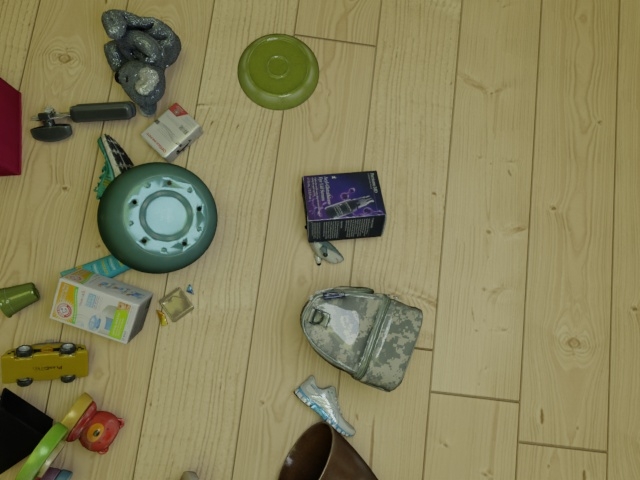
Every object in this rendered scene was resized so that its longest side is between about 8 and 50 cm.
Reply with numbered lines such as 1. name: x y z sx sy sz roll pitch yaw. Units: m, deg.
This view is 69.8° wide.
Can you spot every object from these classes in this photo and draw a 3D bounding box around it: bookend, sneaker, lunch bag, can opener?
1. bookend: -0.767 0.462 1.099 0.157 0.072 0.156 -35 125 -6
2. sneaker: -0.559 -0.154 1.232 0.110 0.107 0.275 -17 83 4
3. lunch bag: 0.074 0.214 1.108 0.256 0.305 0.213 20 81 -1
4. sneaker: 0.026 0.428 1.195 0.190 0.071 0.083 41 76 3
5. can opener: -0.656 -0.338 1.276 0.280 0.074 0.093 -9 117 -3

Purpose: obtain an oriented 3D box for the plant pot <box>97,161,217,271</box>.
1. plant pot: -0.384 -0.056 1.109 0.293 0.235 0.293 0 91 -23

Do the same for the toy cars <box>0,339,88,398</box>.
1. toy cars: -0.770 0.360 1.148 0.393 0.087 0.176 -36 121 -6

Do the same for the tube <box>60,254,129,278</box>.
1. tube: -0.586 0.081 1.224 0.207 0.052 0.080 -24 79 1

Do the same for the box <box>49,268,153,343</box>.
1. box: -0.552 0.163 1.163 0.203 0.103 0.114 20 100 -4

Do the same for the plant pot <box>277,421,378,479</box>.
1. plant pot: 0.047 0.600 1.115 0.230 0.215 0.215 39 81 -11

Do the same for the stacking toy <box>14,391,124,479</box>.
1. stacking toy: -0.598 0.537 1.048 0.130 0.279 0.309 33 80 -9

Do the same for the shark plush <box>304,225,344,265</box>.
1. shark plush: 0.000 0.000 1.277 0.067 0.073 0.161 -22 62 -25

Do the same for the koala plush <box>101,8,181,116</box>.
1. koala plush: -0.474 -0.463 1.239 0.203 0.196 0.221 -3 78 -22

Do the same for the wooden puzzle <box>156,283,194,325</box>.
1. wooden puzzle: -0.388 0.173 1.236 0.116 0.014 0.079 -29 89 -6

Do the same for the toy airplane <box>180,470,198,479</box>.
1. toy airplane: -0.350 0.788 1.021 0.386 0.272 0.384 -42 54 5

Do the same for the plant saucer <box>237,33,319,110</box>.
1. plant saucer: -0.122 -0.499 1.335 0.240 0.037 0.241 1 82 -4

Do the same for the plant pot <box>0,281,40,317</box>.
1. plant pot: -0.780 0.147 1.191 0.079 0.083 0.083 -22 83 -18

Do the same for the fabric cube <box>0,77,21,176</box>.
1. fabric cube: -0.954 -0.309 1.152 0.259 0.258 0.254 -6 83 -4

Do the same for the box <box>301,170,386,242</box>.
1. box: 0.060 -0.091 1.226 0.207 0.108 0.153 -6 58 -4

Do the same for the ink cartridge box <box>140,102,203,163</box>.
1. ink cartridge box: -0.412 -0.298 1.280 0.099 0.056 0.135 44 82 4
